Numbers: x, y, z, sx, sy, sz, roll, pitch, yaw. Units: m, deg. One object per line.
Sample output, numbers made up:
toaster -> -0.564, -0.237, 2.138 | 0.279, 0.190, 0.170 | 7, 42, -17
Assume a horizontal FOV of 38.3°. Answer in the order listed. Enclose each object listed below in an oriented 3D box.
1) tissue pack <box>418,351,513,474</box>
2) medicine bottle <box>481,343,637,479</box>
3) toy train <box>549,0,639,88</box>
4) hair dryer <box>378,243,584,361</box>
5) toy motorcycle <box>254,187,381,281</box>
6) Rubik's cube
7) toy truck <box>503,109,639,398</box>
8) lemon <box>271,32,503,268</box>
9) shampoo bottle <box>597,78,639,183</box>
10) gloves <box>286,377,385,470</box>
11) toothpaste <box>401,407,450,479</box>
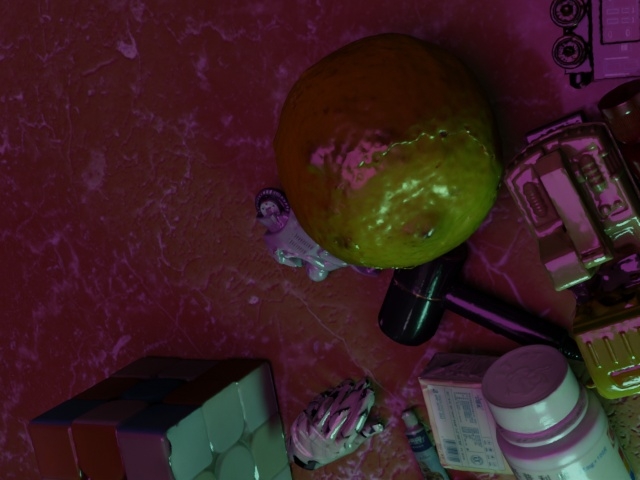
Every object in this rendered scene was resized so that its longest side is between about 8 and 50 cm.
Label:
tissue pack -> 0.261, 0.288, 1.543 | 0.148, 0.092, 0.196 | 0, 120, 30
medicine bottle -> 0.367, 0.311, 1.416 | 0.170, 0.170, 0.293 | -13, 119, 32
toy train -> 0.398, -0.332, 1.309 | 0.137, 0.090, 0.225 | 0, 104, 23
hair dryer -> 0.274, 0.136, 1.516 | 0.352, 0.107, 0.189 | 27, 118, 15
toy motorcycle -> 0.000, 0.000, 1.631 | 0.260, 0.110, 0.171 | 18, 129, 17
Rubik's cube -> -0.292, 0.442, 1.778 | 0.344, 0.346, 0.347 | -2, 103, 31
toy truck -> 0.404, 0.023, 1.317 | 0.181, 0.254, 0.405 | -21, 96, 28
lemon -> 0.095, -0.141, 1.395 | 0.350, 0.350, 0.387 | -56, 35, 29
shampoo bottle -> 0.485, -0.073, 1.262 | 0.076, 0.118, 0.314 | -26, 109, 30
gloves -> 0.027, 0.343, 1.710 | 0.127, 0.111, 0.212 | 50, 130, 14
toothpaste -> 0.198, 0.402, 1.669 | 0.062, 0.037, 0.216 | -19, 100, 31
